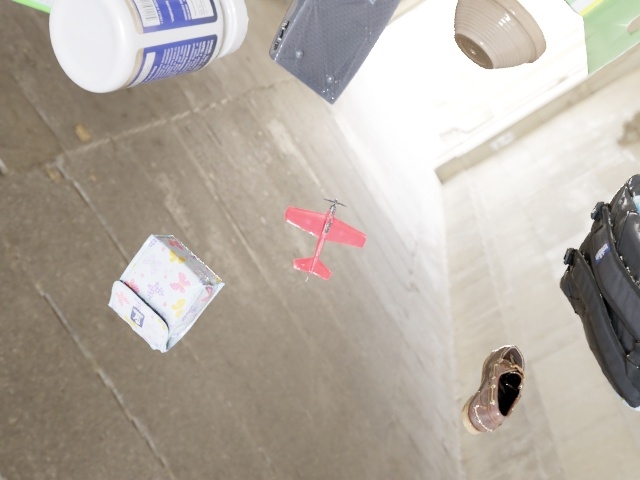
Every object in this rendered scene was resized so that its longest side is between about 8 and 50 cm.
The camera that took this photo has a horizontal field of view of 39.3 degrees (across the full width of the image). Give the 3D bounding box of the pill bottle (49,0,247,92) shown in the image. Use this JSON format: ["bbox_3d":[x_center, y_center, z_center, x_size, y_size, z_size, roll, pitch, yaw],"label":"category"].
[{"bbox_3d":[-0.231,-0.302,1.258,0.264,0.153,0.153,-27,85,-51],"label":"pill bottle"}]

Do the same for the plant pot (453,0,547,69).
[{"bbox_3d":[0.374,-0.455,1.982,0.237,0.110,0.237,41,-4,3],"label":"plant pot"}]

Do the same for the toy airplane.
[{"bbox_3d":[0.000,0.000,1.527,0.151,0.151,0.028,57,-4,-9],"label":"toy airplane"}]

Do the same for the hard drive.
[{"bbox_3d":[0.030,-0.366,1.444,0.172,0.255,0.054,29,4,-46],"label":"hard drive"}]

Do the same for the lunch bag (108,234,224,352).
[{"bbox_3d":[-0.138,0.048,0.781,0.071,0.083,0.053,43,15,13],"label":"lunch bag"}]

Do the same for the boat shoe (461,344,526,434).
[{"bbox_3d":[0.293,0.231,1.428,0.073,0.073,0.207,47,39,-6],"label":"boat shoe"}]

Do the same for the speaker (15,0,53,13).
[{"bbox_3d":[-0.424,-0.418,1.377,0.296,0.131,0.131,12,43,-41],"label":"speaker"}]

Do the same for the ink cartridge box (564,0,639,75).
[{"bbox_3d":[0.308,-0.281,0.869,0.056,0.171,0.235,40,38,-18],"label":"ink cartridge box"}]

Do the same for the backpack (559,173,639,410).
[{"bbox_3d":[0.557,0.118,1.468,0.273,0.290,0.356,20,35,-4],"label":"backpack"}]
